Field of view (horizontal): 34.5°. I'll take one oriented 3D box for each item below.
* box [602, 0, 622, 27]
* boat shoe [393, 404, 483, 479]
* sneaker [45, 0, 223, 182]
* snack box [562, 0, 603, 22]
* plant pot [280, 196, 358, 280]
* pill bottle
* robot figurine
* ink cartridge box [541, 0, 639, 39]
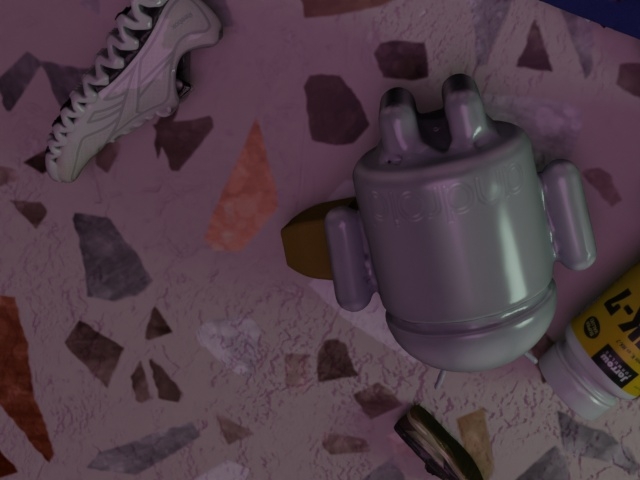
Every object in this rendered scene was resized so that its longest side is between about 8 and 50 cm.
[{"bbox_3d":[0.318,-0.328,1.107,0.116,0.029,0.162,-29,103,17],"label":"box"},{"bbox_3d":[0.157,0.284,1.350,0.049,0.056,0.152,-38,92,24],"label":"boat shoe"},{"bbox_3d":[-0.224,-0.172,1.208,0.118,0.110,0.292,33,112,-14],"label":"sneaker"},{"bbox_3d":[0.241,-0.314,1.102,0.178,0.022,0.064,40,134,2],"label":"snack box"},{"bbox_3d":[0.000,0.000,1.252,0.083,0.081,0.082,-4,110,23],"label":"plant pot"},{"bbox_3d":[0.368,0.112,1.217,0.119,0.119,0.208,41,110,-8],"label":"pill bottle"},{"bbox_3d":[0.153,-0.001,1.161,0.299,0.200,0.354,-11,108,12],"label":"robot figurine"},{"bbox_3d":[0.272,-0.327,0.966,0.324,0.071,0.330,26,142,17],"label":"ink cartridge box"}]
